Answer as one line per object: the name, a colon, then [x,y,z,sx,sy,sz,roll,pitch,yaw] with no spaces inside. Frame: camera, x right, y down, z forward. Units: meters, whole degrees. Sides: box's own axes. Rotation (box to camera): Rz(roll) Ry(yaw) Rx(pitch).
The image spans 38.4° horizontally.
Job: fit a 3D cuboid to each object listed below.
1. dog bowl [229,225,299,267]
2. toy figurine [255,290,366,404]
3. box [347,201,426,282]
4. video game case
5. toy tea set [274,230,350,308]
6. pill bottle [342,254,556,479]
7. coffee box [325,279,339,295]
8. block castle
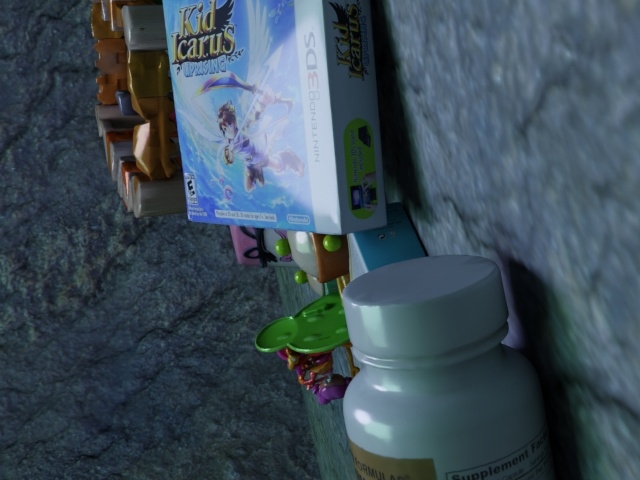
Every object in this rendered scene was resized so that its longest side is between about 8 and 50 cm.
dog bowl: [-0.110,-0.132,1.660,0.408,0.150,0.407,169,90,-83]
toy figurine: [0.020,0.173,1.237,0.130,0.173,0.159,-81,-29,-61]
box: [0.083,0.080,0.840,0.244,0.060,0.100,-110,9,-46]
video game case: [-0.054,-0.136,0.901,0.270,0.061,0.244,5,103,51]
toy tea set: [0.000,0.000,1.112,0.336,0.124,0.200,88,167,-59]
pill bottle: [0.085,0.133,0.610,0.131,0.131,0.229,-129,26,-76]
coffee box: [0.019,0.054,1.445,0.113,0.040,0.184,176,82,-84]
block castle: [-0.193,-0.225,1.303,0.453,0.213,0.303,-132,40,-60]
